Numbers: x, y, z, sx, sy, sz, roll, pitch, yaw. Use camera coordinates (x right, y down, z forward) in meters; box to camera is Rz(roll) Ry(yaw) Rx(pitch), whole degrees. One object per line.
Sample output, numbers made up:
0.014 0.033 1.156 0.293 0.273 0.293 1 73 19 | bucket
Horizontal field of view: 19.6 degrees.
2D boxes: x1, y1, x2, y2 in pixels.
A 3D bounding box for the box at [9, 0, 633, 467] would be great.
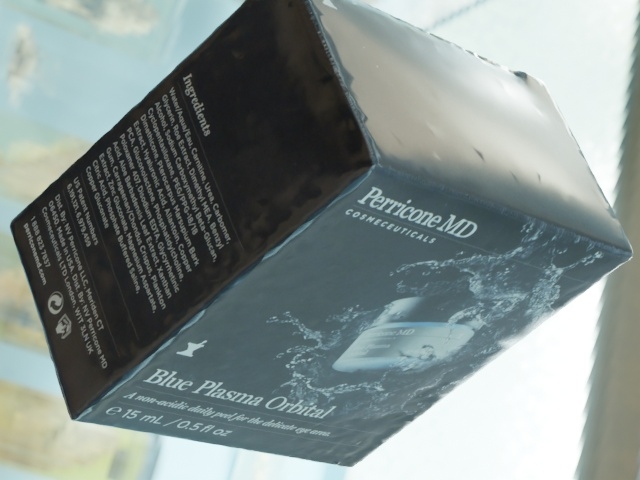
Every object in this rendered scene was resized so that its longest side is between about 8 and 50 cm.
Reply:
0.000 0.000 0.685 0.158 0.156 0.093 -41 -125 27 | box
